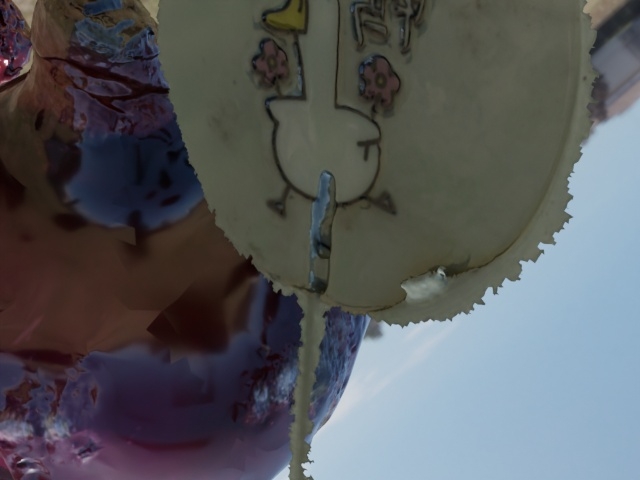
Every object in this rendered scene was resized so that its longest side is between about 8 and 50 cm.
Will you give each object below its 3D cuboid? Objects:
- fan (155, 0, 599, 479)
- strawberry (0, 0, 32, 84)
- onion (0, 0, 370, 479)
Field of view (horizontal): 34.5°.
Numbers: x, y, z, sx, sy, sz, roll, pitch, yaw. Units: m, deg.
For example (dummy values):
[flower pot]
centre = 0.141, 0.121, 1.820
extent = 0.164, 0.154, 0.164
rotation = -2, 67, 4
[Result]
[fan]
centre = 0.001, 0.000, 0.443
extent = 0.012, 0.233, 0.414
rotation = -16, 121, -43
[strawberry]
centre = -0.444, -0.256, 1.194
extent = 0.184, 0.187, 0.201
rotation = -46, 156, -13
[onion]
centre = -0.157, -0.025, 0.759
extent = 0.398, 0.398, 0.420
rotation = -39, 140, -41
